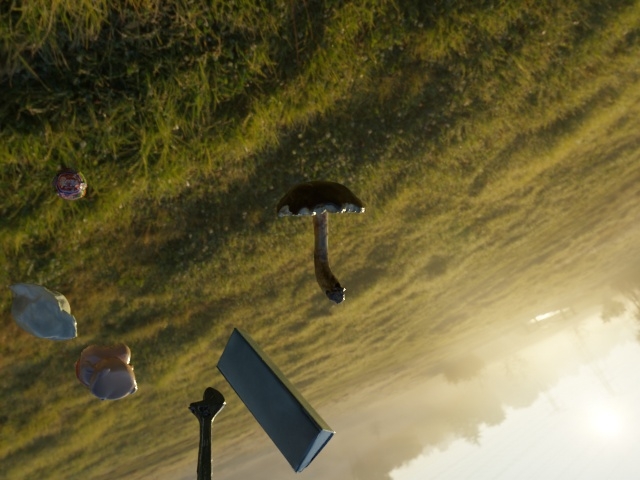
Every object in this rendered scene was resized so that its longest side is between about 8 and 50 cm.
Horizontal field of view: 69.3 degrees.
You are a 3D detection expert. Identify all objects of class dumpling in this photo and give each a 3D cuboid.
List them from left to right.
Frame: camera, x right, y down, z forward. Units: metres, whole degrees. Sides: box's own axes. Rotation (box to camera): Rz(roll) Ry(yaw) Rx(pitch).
[{"bbox_3d":[-0.841,0.212,1.401,0.162,0.250,0.132,-50,-177,42],"label":"dumpling"}]

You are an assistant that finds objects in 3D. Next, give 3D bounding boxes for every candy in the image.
[{"bbox_3d":[-1.001,-0.205,1.855,0.124,0.124,0.365,-13,-178,-27],"label":"candy"}]

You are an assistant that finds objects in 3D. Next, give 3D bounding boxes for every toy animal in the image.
[{"bbox_3d":[-0.690,0.417,1.493,0.171,0.198,0.171,-20,120,-39],"label":"toy animal"}]

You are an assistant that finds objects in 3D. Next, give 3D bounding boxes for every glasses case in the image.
[{"bbox_3d":[-0.088,0.282,0.853,0.056,0.266,0.105,5,117,-50],"label":"glasses case"}]

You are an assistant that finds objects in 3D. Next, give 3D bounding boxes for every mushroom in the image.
[{"bbox_3d":[-0.022,-0.021,1.197,0.208,0.301,0.233,31,164,-33],"label":"mushroom"}]

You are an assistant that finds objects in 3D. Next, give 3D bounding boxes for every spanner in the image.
[{"bbox_3d":[-0.263,0.465,1.071,0.093,0.325,0.026,13,116,-19],"label":"spanner"}]
